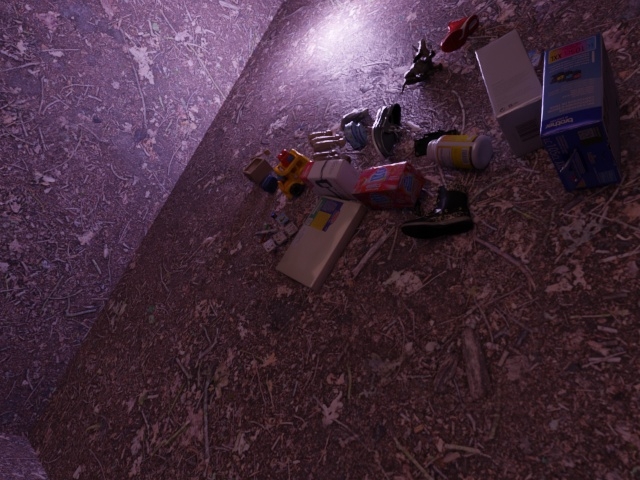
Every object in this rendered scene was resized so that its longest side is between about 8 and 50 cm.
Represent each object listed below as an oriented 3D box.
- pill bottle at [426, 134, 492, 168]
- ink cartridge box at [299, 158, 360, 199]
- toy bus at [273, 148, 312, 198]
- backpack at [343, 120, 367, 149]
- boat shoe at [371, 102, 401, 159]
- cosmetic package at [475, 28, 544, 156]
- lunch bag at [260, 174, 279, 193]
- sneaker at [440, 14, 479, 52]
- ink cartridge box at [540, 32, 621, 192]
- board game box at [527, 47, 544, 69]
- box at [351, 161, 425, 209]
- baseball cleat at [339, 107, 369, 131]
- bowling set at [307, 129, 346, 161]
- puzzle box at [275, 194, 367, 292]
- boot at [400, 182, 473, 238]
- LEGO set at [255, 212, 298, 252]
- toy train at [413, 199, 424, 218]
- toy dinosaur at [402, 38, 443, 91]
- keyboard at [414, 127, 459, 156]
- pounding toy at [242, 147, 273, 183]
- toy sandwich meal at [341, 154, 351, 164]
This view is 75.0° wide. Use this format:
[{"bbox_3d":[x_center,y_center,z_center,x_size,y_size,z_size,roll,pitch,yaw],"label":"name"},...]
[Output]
[{"bbox_3d":[0.499,-0.323,1.516,0.215,0.117,0.117,17,73,49],"label":"pill bottle"},{"bbox_3d":[0.054,-0.268,1.855,0.237,0.172,0.100,8,67,46],"label":"ink cartridge box"},{"bbox_3d":[-0.156,-0.351,2.094,0.220,0.211,0.149,-49,41,5],"label":"toy bus"},{"bbox_3d":[0.168,-0.505,1.976,0.084,0.114,0.105,-21,47,32],"label":"backpack"},{"bbox_3d":[0.302,-0.492,1.840,0.099,0.116,0.319,-22,42,37],"label":"boat shoe"},{"bbox_3d":[0.667,-0.504,1.421,0.156,0.217,0.384,-21,50,32],"label":"cosmetic package"},{"bbox_3d":[-0.279,-0.306,2.287,0.065,0.067,0.098,27,82,51],"label":"lunch bag"},{"bbox_3d":[0.618,-0.950,1.935,0.221,0.087,0.128,-40,30,-5],"label":"sneaker"},{"bbox_3d":[0.736,-0.329,1.172,0.151,0.270,0.395,-9,54,42],"label":"ink cartridge box"},{"bbox_3d":[0.793,-0.684,1.591,0.090,0.020,0.090,3,64,45],"label":"board game box"},{"bbox_3d":[0.259,-0.208,1.624,0.257,0.123,0.128,3,62,56],"label":"box"},{"bbox_3d":[0.174,-0.604,2.045,0.110,0.072,0.206,-6,37,39],"label":"baseball cleat"},{"bbox_3d":[0.039,-0.422,2.035,0.154,0.199,0.287,-12,30,-2],"label":"bowling set"},{"bbox_3d":[0.000,0.000,1.794,0.272,0.052,0.408,22,76,50],"label":"puzzle box"},{"bbox_3d":[0.401,-0.103,1.450,0.237,0.085,0.178,-6,53,22],"label":"boot"},{"bbox_3d":[-0.221,-0.043,2.064,0.182,0.060,0.244,-38,40,-4],"label":"LEGO set"},{"bbox_3d":[0.364,-0.103,1.538,0.027,0.036,0.158,-35,38,30],"label":"toy train"},{"bbox_3d":[0.459,-0.787,1.943,0.160,0.121,0.313,14,75,61],"label":"toy dinosaur"},{"bbox_3d":[0.470,-0.399,1.680,0.192,0.038,0.100,-6,80,40],"label":"keyboard"},{"bbox_3d":[-0.350,-0.438,2.448,0.206,0.094,0.181,-48,33,-12],"label":"pounding toy"},{"bbox_3d":[0.111,-0.370,1.993,0.086,0.029,0.085,-25,46,28],"label":"toy sandwich meal"}]
